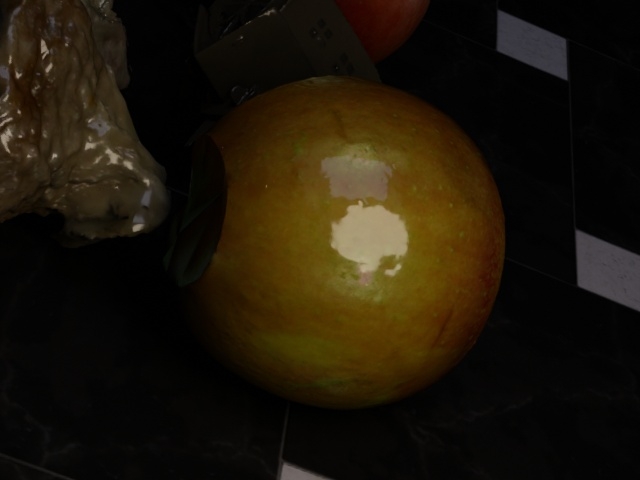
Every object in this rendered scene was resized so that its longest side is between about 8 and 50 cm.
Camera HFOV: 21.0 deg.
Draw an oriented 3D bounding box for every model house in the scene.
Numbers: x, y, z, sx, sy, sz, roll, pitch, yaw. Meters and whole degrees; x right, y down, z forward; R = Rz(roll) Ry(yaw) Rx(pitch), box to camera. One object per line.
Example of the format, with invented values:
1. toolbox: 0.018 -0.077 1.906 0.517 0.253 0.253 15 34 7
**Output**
1. model house: -0.094 -0.184 2.111 0.204 0.211 0.243 8 52 45

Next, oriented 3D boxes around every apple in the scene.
1. apple: -0.013 -0.321 2.264 0.293 0.251 0.163 25 46 0
2. apple: 0.000 0.000 1.839 0.374 0.374 0.384 11 11 -23

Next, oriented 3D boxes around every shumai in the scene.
1. shumai: -0.268 -0.125 1.807 0.262 0.314 0.267 18 2 -19

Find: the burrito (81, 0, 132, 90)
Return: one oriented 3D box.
1. burrito: -0.362 -0.230 1.996 0.347 0.107 0.175 -9 77 -46
